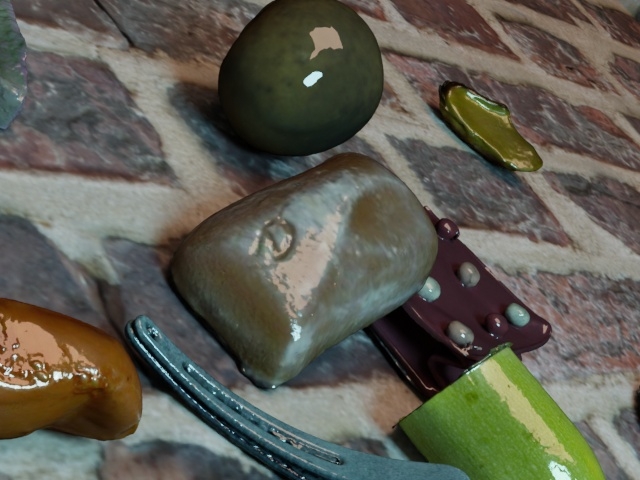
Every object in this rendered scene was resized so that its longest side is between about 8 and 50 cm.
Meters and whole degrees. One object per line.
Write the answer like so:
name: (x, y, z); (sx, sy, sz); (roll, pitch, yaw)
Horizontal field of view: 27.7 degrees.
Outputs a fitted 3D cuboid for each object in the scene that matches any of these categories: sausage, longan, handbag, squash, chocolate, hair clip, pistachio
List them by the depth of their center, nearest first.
sausage: (-0.189, 0.079, 0.794); (0.179, 0.089, 0.089); (17, 34, -34)
hair clip: (-0.029, 0.142, 0.946); (0.275, 0.083, 0.048); (29, 33, -6)
squash: (0.164, 0.182, 1.065); (0.187, 0.123, 0.123); (48, 27, 11)
chocolate: (0.000, 0.000, 1.091); (0.161, 0.083, 0.261); (42, 45, 14)
handbag: (0.107, 0.048, 1.247); (0.216, 0.074, 0.203); (50, 27, 20)
longan: (-0.020, -0.163, 1.303); (0.167, 0.167, 0.187); (48, 39, 16)
pistachio: (0.221, -0.147, 1.729); (0.173, 0.049, 0.089); (43, 51, 1)

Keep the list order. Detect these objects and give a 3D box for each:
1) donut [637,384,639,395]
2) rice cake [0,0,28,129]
donut: (0.459, 0.222, 1.423); (0.235, 0.089, 0.235); (31, 29, -20)
rice cake: (-0.280, -0.171, 1.114); (0.036, 0.047, 0.207); (5, 38, -27)
